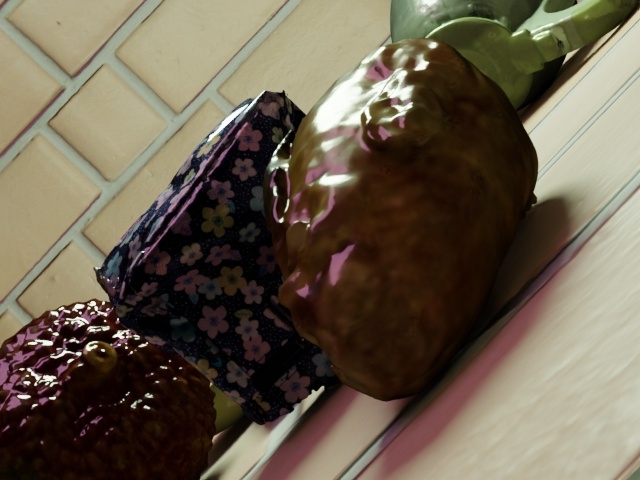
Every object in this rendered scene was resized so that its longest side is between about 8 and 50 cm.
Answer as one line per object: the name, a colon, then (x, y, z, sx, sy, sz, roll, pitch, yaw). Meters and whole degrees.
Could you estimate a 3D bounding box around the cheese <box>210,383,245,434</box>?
cheese: (-0.082, 0.114, 1.245, 0.316, 0.128, 0.259, -45, -10, -43)

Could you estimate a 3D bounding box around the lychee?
lychee: (-0.214, 0.182, 1.023, 0.236, 0.236, 0.271, -47, -24, -42)

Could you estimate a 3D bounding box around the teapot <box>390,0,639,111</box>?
teapot: (0.238, -0.249, 1.348, 0.239, 0.322, 0.239, -73, -18, -51)

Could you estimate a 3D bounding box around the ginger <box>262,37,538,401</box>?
ginger: (0.045, -0.033, 0.658, 0.165, 0.172, 0.321, -6, 14, 17)

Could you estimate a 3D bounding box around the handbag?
handbag: (-0.033, 0.015, 0.844, 0.228, 0.208, 0.127, -53, 18, -17)
